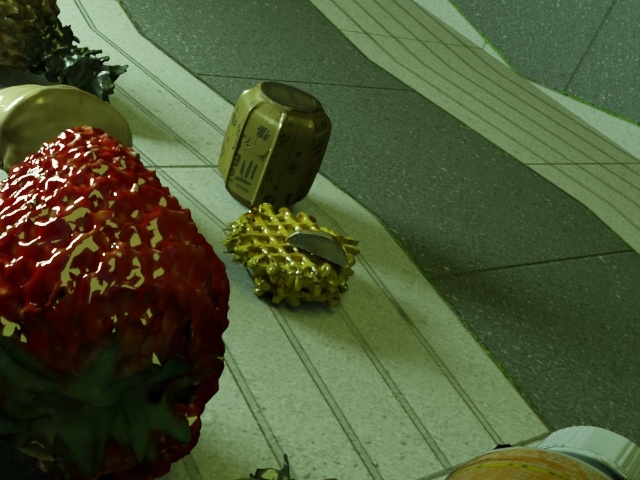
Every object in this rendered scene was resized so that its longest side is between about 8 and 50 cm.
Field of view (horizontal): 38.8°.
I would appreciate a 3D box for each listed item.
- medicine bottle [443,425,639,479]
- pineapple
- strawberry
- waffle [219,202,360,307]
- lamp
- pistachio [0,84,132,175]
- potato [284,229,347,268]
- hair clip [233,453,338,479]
[{"bbox_3d":[0.211,0.294,0.855,0.242,0.243,0.395,35,23,18],"label":"medicine bottle"},{"bbox_3d":[-0.482,-0.340,1.464,0.362,0.202,0.202,35,28,-3],"label":"pineapple"},{"bbox_3d":[-0.227,0.052,0.866,0.267,0.312,0.351,-12,46,-14],"label":"strawberry"},{"bbox_3d":[-0.047,0.021,1.301,0.197,0.070,0.193,20,28,-3],"label":"waffle"},{"bbox_3d":[-0.074,-0.147,1.440,0.161,0.185,0.161,18,26,-9],"label":"lamp"},{"bbox_3d":[-0.359,-0.145,1.251,0.157,0.157,0.229,37,18,22],"label":"pistachio"},{"bbox_3d":[0.001,0.000,1.255,0.093,0.036,0.037,23,31,4],"label":"potato"},{"bbox_3d":[-0.047,0.282,0.869,0.146,0.056,0.187,10,33,-11],"label":"hair clip"}]
